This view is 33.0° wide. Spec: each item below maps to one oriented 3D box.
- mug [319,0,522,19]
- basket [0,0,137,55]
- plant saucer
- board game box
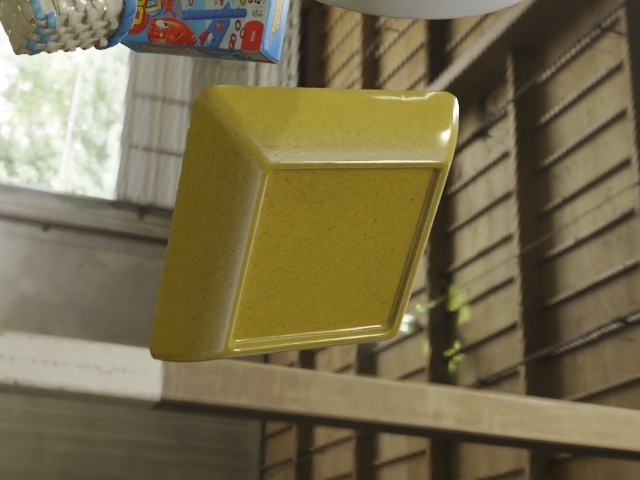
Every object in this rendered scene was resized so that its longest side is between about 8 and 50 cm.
[{"bbox_3d":[0.054,-0.428,1.011,0.374,0.276,0.328,24,-48,28],"label":"mug"},{"bbox_3d":[-0.312,-0.383,1.525,0.255,0.289,0.201,-20,-90,62],"label":"basket"},{"bbox_3d":[0.000,0.000,1.191,0.081,0.333,0.332,45,-51,47],"label":"plant saucer"},{"bbox_3d":[-0.202,-0.490,1.966,0.086,0.302,0.308,15,83,-68],"label":"board game box"}]
